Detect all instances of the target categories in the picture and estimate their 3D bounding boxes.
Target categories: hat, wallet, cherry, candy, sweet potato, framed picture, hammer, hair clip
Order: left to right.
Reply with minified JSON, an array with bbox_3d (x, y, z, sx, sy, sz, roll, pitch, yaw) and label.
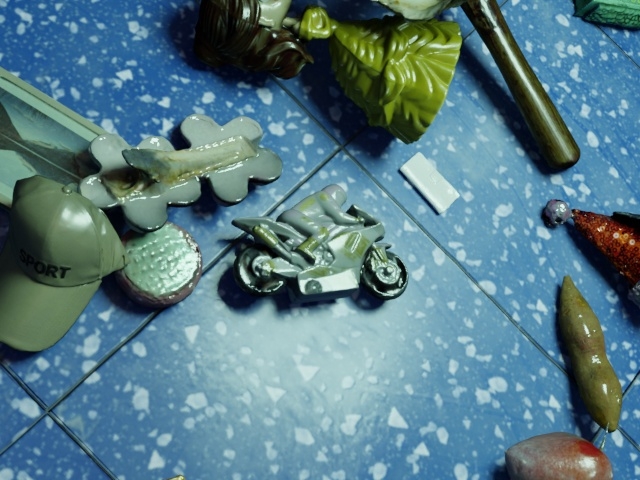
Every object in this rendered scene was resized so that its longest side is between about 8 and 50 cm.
[{"bbox_3d":[-0.330,-0.097,1.061,0.203,0.015,0.150,32,62,-6],"label":"framed picture"},{"bbox_3d":[-0.295,0.029,0.965,0.147,0.085,0.175,24,74,3],"label":"hat"},{"bbox_3d":[-0.187,0.027,1.050,0.103,0.043,0.103,8,66,-18],"label":"candy"},{"bbox_3d":[-0.163,-0.090,1.079,0.257,0.075,0.146,-17,56,-41],"label":"hair clip"},{"bbox_3d":[0.147,-0.077,1.229,0.083,0.011,0.044,47,62,3],"label":"wallet"},{"bbox_3d":[0.245,-0.270,1.264,0.095,0.242,0.408,-27,97,16],"label":"hammer"},{"bbox_3d":[0.289,0.276,1.100,0.126,0.106,0.086,-6,93,13],"label":"cherry"},{"bbox_3d":[0.348,0.147,1.190,0.051,0.065,0.218,-10,60,0],"label":"sweet potato"},{"bbox_3d":[0.413,0.003,1.257,0.227,0.128,0.140,31,20,12],"label":"hat"}]

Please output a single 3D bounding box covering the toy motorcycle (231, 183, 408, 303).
[{"bbox_3d":[0.000,0.000,1.112,0.225,0.073,0.152,2,68,-21],"label":"toy motorcycle"}]

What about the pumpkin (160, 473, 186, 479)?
[{"bbox_3d":[-0.177,0.276,0.940,0.083,0.074,0.053,-7,74,-23],"label":"pumpkin"}]

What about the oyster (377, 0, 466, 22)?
[{"bbox_3d":[0.136,-0.341,1.083,0.342,0.110,0.166,-6,93,11],"label":"oyster"}]

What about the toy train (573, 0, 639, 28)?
[{"bbox_3d":[0.474,-0.384,1.437,0.172,0.070,0.099,4,76,-20],"label":"toy train"}]

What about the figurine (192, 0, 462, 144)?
[{"bbox_3d":[0.001,-0.256,1.157,0.315,0.168,0.187,20,53,-9],"label":"figurine"}]
